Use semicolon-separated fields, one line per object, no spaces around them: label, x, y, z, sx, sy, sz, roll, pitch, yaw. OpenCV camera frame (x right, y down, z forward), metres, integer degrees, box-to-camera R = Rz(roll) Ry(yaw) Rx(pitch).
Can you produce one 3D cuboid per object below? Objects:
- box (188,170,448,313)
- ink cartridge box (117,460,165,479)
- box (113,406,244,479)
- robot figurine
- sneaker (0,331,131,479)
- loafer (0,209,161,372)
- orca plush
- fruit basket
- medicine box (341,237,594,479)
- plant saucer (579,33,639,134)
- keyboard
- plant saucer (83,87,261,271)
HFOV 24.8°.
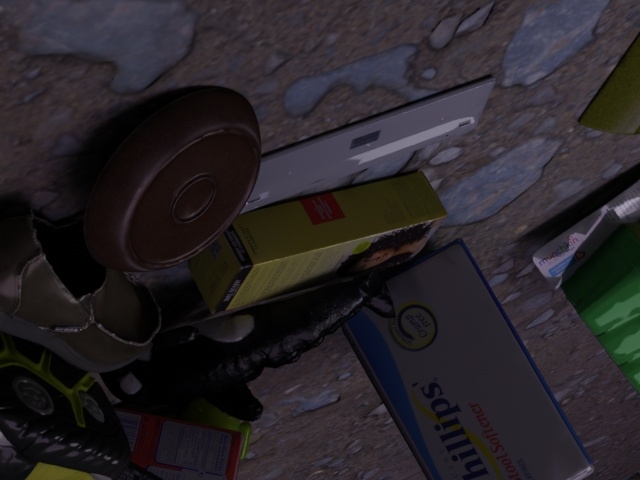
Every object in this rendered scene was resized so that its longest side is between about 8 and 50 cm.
box;0.000;0.000;1.337;0.232;0.058;0.087;-14;154;-31
ink cartridge box;-0.329;0.254;1.294;0.304;0.072;0.307;35;123;-28
box;-0.181;0.344;1.508;0.154;0.300;0.142;10;147;-3
robot figurine;-0.130;0.216;1.639;0.101;0.067;0.115;11;145;-14
sneaker;-0.311;0.127;1.088;0.385;0.145;0.147;24;115;-43
loafer;-0.190;0.039;1.147;0.087;0.094;0.251;-30;158;16
orca plush;-0.064;0.117;1.368;0.287;0.102;0.151;-16;176;-5
fruit basket;0.472;0.025;1.719;0.353;0.165;0.327;-40;113;3
medicine box;0.145;0.163;1.525;0.149;0.263;0.289;-29;171;-2
plant saucer;0.372;-0.172;1.423;0.188;0.045;0.188;-17;155;-27
keyboard;0.036;-0.084;1.264;0.256;0.014;0.072;-21;152;-19
plant saucer;-0.104;-0.037;1.102;0.168;0.029;0.168;-35;150;-24
